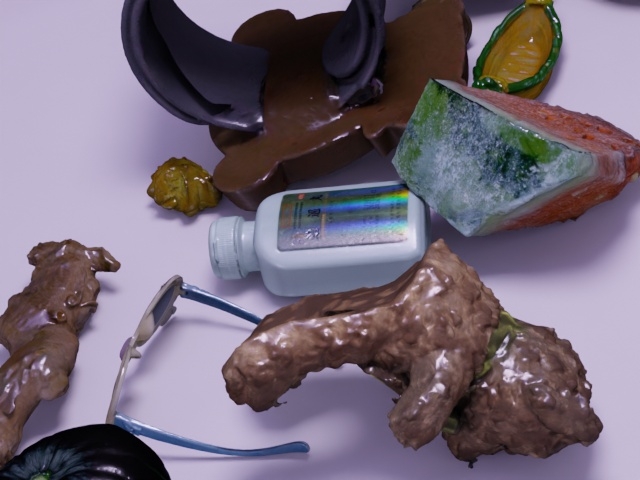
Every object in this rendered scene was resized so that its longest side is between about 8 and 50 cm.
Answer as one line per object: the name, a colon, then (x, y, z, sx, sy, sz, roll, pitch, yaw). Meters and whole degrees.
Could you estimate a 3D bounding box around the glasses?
glasses: (-0.100, 0.119, 1.659, 0.220, 0.088, 0.190, 6, 46, 20)

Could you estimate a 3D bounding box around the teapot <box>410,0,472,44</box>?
teapot: (0.120, -0.248, 2.002, 0.110, 0.085, 0.080, -38, 40, 4)

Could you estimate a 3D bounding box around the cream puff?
cream puff: (-0.153, -0.064, 1.887, 0.083, 0.058, 0.083, -21, 42, -11)

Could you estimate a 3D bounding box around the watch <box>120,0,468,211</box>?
watch: (-0.033, -0.254, 1.831, 0.335, 0.327, 0.314, -13, 42, 18)

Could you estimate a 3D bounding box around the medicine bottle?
medicine bottle: (0.000, 0.000, 1.763, 0.229, 0.083, 0.121, -6, 44, 10)

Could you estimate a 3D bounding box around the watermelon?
watermelon: (0.234, -0.086, 1.758, 0.256, 0.140, 0.193, -8, 40, -46)

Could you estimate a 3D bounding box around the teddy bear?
teddy bear: (0.086, 0.129, 1.558, 0.296, 0.222, 0.246, -26, 6, 11)

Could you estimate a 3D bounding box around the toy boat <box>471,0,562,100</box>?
toy boat: (0.224, -0.212, 1.925, 0.089, 0.088, 0.229, 9, 47, 22)

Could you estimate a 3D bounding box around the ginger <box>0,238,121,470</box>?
ginger: (-0.295, 0.107, 1.724, 0.122, 0.084, 0.290, 5, 46, 10)

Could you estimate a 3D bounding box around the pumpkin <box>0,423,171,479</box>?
pumpkin: (-0.223, 0.258, 1.509, 0.202, 0.140, 0.202, -21, 31, 13)
